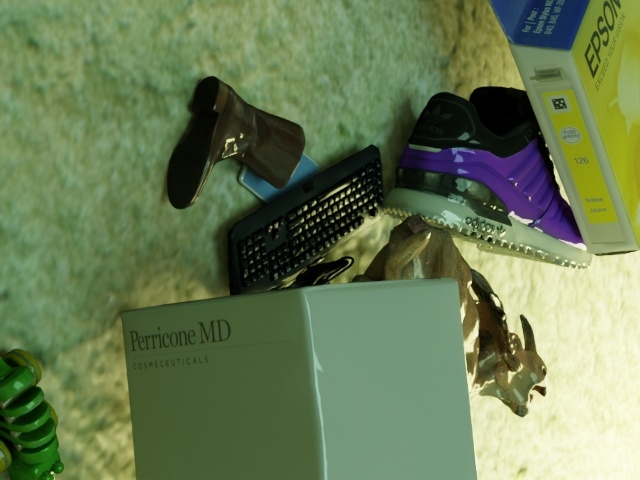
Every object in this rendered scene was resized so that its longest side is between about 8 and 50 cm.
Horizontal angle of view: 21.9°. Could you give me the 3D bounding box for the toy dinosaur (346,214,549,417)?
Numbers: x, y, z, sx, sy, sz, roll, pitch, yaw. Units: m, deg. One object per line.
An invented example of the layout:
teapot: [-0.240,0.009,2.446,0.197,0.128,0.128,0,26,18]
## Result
toy dinosaur: [0.093,0.056,1.380,0.200,0.127,0.296,-51,144,-33]

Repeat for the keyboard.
keyboard: [0.000,0.000,1.327,0.192,0.038,0.100,-32,131,-42]

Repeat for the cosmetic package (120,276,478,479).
cosmetic package: [-0.006,0.223,1.152,0.156,0.217,0.385,-5,85,-42]

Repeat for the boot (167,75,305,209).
boot: [-0.059,-0.056,1.238,0.114,0.037,0.106,31,73,-50]

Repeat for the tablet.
tablet: [-0.032,-0.053,1.303,0.083,0.006,0.054,38,69,-49]

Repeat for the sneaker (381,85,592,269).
sneaker: [0.175,-0.062,1.494,0.293,0.102,0.146,16,86,-53]

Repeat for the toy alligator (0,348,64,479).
toy alligator: [-0.194,0.138,1.103,0.056,0.051,0.190,-41,130,-39]

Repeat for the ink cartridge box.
ink cartridge box: [0.257,-0.199,1.516,0.307,0.072,0.304,66,35,-34]
